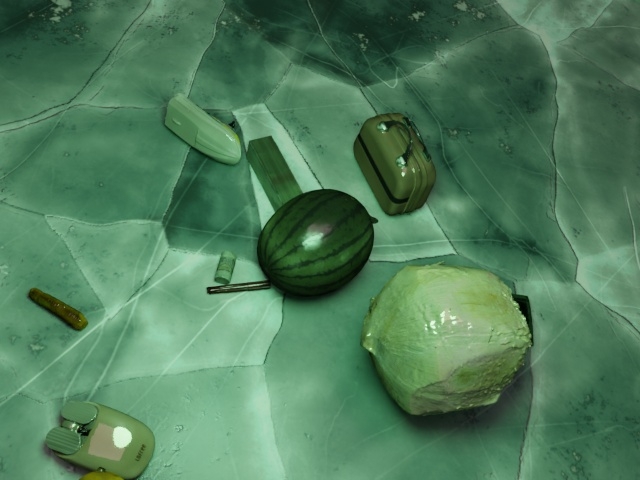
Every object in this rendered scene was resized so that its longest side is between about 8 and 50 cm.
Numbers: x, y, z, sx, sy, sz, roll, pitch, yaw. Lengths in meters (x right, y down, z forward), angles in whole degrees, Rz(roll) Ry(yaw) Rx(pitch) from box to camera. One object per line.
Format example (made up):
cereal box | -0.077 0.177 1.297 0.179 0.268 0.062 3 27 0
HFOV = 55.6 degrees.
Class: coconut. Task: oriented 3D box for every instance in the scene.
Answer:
coconut | 0.280 0.247 1.544 0.405 0.404 0.404 6 60 -10

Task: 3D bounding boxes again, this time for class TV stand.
TV stand | -0.133 -0.185 1.850 0.083 0.088 0.269 -18 67 -23

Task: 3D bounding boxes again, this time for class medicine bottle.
medicine bottle | -0.265 0.076 1.697 0.047 0.047 0.083 14 59 -5

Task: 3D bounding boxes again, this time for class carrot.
carrot | -0.671 0.173 1.551 0.171 0.042 0.042 29 59 7

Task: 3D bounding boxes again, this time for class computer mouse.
computer mouse | -0.503 0.461 1.405 0.237 0.082 0.145 24 59 -1

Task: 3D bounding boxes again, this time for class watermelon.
watermelon | 0.000 0.000 1.671 0.359 0.279 0.279 -36 75 -26

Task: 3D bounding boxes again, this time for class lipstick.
lipstick | -0.227 0.130 1.689 0.177 0.027 0.027 -5 63 -15

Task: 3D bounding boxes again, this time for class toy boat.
toy boat | -0.346 -0.340 1.866 0.270 0.140 0.140 28 59 0

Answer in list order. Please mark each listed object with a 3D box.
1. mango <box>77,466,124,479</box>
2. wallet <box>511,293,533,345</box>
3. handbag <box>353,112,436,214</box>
mango | -0.499 0.661 1.258 0.187 0.144 0.359 20 63 -9
wallet | 0.522 0.227 1.803 0.236 0.055 0.160 6 67 -11
handbag | 0.234 -0.259 1.867 0.149 0.283 0.301 -13 65 -22
